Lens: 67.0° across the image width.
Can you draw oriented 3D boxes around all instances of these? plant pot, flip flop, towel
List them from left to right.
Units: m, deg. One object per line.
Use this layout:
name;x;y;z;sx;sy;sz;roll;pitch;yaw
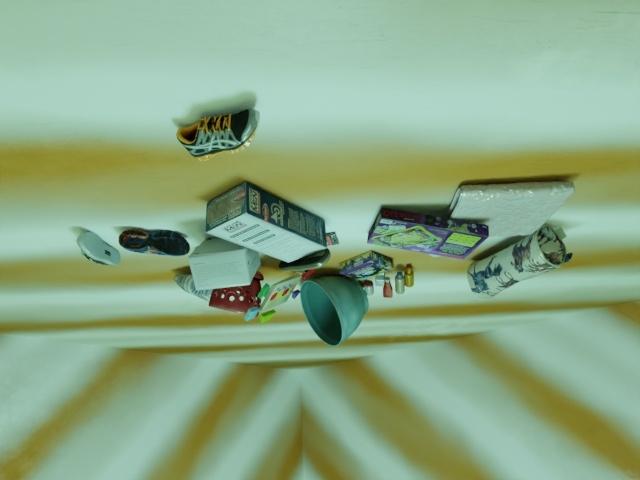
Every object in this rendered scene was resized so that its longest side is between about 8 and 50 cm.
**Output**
plant pot;-0.307;0.188;1.828;0.191;0.174;0.191;14;169;3
flip flop;-0.050;0.068;1.637;0.080;0.112;0.277;40;155;-29
plant pot;0.075;0.268;2.028;0.196;0.293;0.293;-22;166;-30
towel;0.569;-0.093;1.531;0.332;0.053;0.317;-3;157;-1

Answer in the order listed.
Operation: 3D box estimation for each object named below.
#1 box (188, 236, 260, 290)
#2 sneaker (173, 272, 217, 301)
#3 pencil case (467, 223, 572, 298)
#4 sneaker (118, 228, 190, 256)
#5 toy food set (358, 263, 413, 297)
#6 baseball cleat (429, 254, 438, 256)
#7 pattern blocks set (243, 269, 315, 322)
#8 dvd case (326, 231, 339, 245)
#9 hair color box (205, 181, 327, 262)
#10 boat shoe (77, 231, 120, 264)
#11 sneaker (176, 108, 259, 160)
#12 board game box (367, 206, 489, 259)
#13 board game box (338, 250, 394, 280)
box;-0.304;0.065;1.562;0.182;0.119;0.181;-7;-162;6
sneaker;-0.481;0.178;1.955;0.115;0.105;0.281;20;166;23
pencil case;0.729;0.089;1.826;0.184;0.159;0.410;-16;164;-30
sneaker;-0.537;0.009;1.574;0.221;0.083;0.087;11;165;-19
toy food set;0.266;0.162;2.000;0.232;0.111;0.104;2;126;13
baseball cleat;0.467;0.008;1.718;0.206;0.072;0.109;-21;144;25
pattern blocks set;-0.148;0.191;1.800;0.285;0.026;0.325;-56;161;14
dvd case;0.000;0.000;1.695;0.120;0.013;0.087;-9;155;8
hair color box;-0.155;-0.044;1.462;0.174;0.105;0.347;-22;151;33
boat shoe;-0.741;0.038;1.585;0.070;0.077;0.219;-7;157;4
sneaker;-0.224;-0.237;1.056;0.215;0.084;0.083;-17;148;29
board game box;0.343;-0.018;1.589;0.347;0.056;0.208;10;152;-4
board game box;0.181;0.102;1.908;0.170;0.048;0.141;-25;149;38
